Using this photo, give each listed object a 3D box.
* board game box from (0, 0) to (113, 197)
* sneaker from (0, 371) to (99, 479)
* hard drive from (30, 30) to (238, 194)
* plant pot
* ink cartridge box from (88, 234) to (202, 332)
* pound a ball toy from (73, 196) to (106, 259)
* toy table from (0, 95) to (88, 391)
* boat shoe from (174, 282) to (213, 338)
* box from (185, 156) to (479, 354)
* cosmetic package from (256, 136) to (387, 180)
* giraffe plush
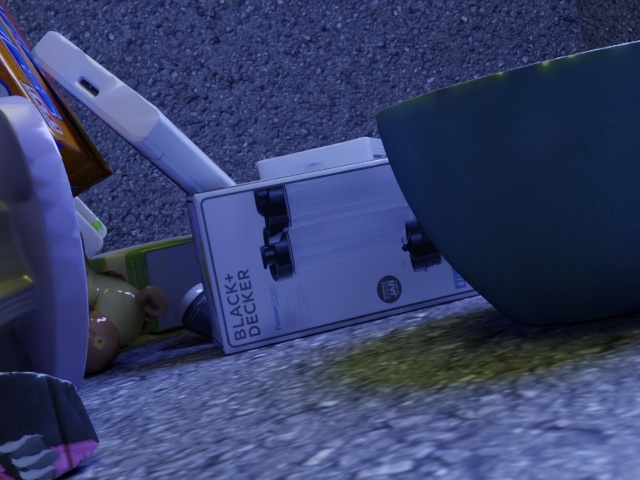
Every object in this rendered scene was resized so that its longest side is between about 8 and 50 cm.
[{"bbox_3d":[-0.489,-0.140,0.890,0.356,0.356,0.356,-33,2,-5],"label":"board game box"},{"bbox_3d":[-0.229,0.124,0.511,0.178,0.072,0.077,-6,-10,-24],"label":"sneaker"},{"bbox_3d":[-0.170,-0.093,1.026,0.233,0.047,0.353,37,-4,34],"label":"hard drive"},{"bbox_3d":[0.207,-0.040,0.704,0.290,0.195,0.290,-12,2,0],"label":"plant pot"},{"bbox_3d":[-0.233,0.058,1.313,0.207,0.119,0.353,-13,3,-32],"label":"ink cartridge box"},{"bbox_3d":[-0.494,0.047,1.326,0.319,0.136,0.208,-42,14,-2],"label":"pound a ball toy"},{"bbox_3d":[-0.286,0.035,0.637,0.161,0.274,0.252,-17,25,-39],"label":"toy table"},{"bbox_3d":[-0.097,0.086,1.037,0.065,0.075,0.206,36,16,19],"label":"boat shoe"},{"bbox_3d":[0.016,0.006,0.899,0.290,0.169,0.087,-11,6,-13],"label":"box"},{"bbox_3d":[0.025,-0.061,1.594,0.224,0.224,0.138,-10,1,20],"label":"cosmetic package"},{"bbox_3d":[-0.269,0.072,0.908,0.210,0.170,0.181,-57,19,-21],"label":"giraffe plush"}]
